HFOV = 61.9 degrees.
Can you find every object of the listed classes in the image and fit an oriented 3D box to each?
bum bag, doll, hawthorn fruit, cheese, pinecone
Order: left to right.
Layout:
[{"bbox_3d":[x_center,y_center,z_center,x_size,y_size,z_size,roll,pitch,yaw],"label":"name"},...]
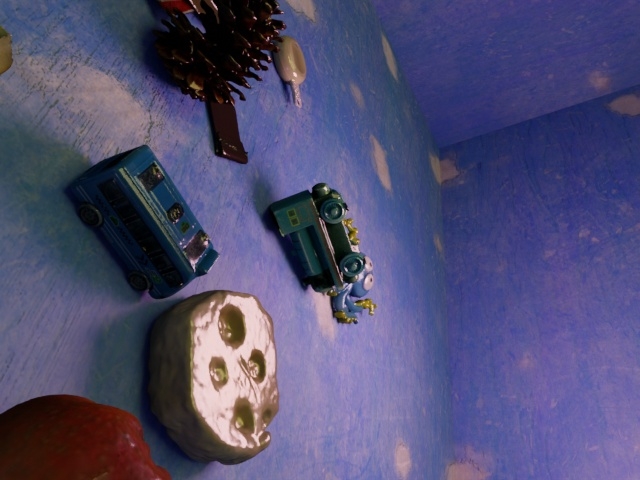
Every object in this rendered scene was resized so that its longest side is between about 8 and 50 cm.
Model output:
[{"bbox_3d":[-0.302,0.316,0.550,0.298,0.277,0.276,-36,110,-43],"label":"hawthorn fruit"},{"bbox_3d":[-0.179,0.240,0.986,0.317,0.115,0.326,65,27,-18],"label":"cheese"},{"bbox_3d":[-0.204,-0.428,1.130,0.246,0.292,0.246,46,6,-7],"label":"pinecone"},{"bbox_3d":[-0.223,-0.267,1.288,0.109,0.026,0.159,4,72,-63],"label":"bum bag"},{"bbox_3d":[-0.088,-0.523,1.670,0.137,0.065,0.227,10,68,-61],"label":"cheese"},{"bbox_3d":[0.086,0.083,1.641,0.341,0.099,0.345,16,65,-61],"label":"doll"}]

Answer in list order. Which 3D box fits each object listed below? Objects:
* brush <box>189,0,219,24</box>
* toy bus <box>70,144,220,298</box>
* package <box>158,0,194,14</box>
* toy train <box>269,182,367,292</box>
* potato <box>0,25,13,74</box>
[{"bbox_3d":[-0.280,-0.603,1.290,0.197,0.059,0.123,45,30,-60],"label":"brush"},{"bbox_3d":[-0.285,-0.027,0.895,0.246,0.134,0.113,61,28,-24],"label":"toy bus"},{"bbox_3d":[-0.369,-0.615,1.178,0.239,0.030,0.154,65,25,-17],"label":"package"},{"bbox_3d":[0.000,0.000,1.419,0.120,0.194,0.298,-111,180,-69],"label":"toy train"},{"bbox_3d":[-0.501,-0.257,0.686,0.120,0.081,0.149,43,46,3],"label":"potato"}]
